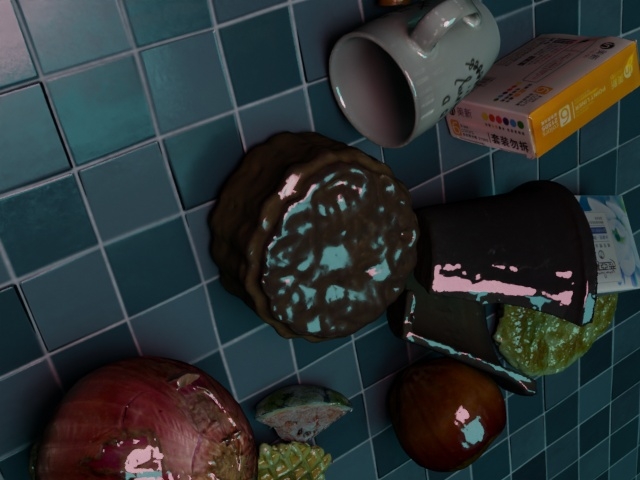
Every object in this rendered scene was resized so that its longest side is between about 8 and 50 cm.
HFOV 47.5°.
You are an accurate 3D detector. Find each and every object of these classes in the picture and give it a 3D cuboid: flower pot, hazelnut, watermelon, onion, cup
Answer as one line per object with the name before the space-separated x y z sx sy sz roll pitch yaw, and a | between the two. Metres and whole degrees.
flower pot | 0.258 0.062 1.258 0.251 0.379 0.379 6 107 -14
hazelnut | 0.232 0.332 1.407 0.217 0.251 0.217 7 69 -19
watermelon | -0.041 0.315 1.325 0.187 0.071 0.139 0 129 -20
onion | -0.237 0.334 1.024 0.353 0.353 0.354 -14 116 -29
cup | 0.169 -0.290 1.100 0.234 0.258 0.186 -36 86 -25

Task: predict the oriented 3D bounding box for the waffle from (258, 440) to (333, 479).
waffle | -0.083 0.454 1.341 0.214 0.054 0.208 21 111 -42

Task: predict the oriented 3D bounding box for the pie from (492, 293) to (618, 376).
pie | 0.528 0.170 1.641 0.371 0.078 0.296 15 99 -36

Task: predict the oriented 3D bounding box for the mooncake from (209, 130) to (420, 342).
mooncake | 0.000 -0.002 1.139 0.324 0.187 0.324 -12 114 -28

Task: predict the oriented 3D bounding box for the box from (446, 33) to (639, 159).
box | 0.384 -0.262 1.270 0.274 0.221 0.091 -33 122 -17

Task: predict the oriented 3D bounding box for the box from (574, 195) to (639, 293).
box | 0.518 0.017 1.488 0.274 0.116 0.203 -1 76 -33

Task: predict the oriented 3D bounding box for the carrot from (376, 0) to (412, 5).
carrot | 0.109 -0.471 1.094 0.067 0.067 0.225 -19 121 -27
